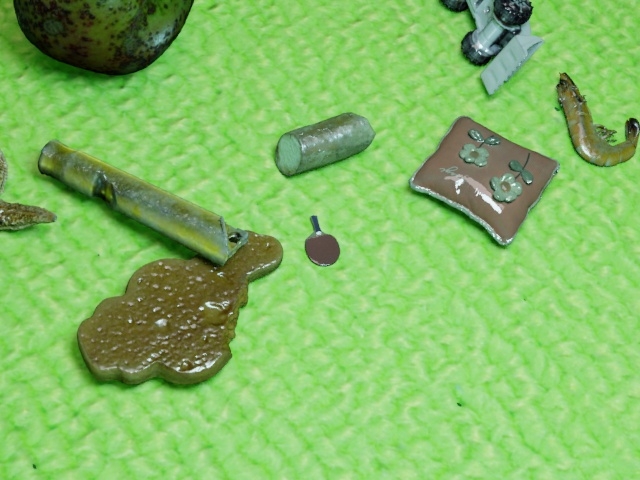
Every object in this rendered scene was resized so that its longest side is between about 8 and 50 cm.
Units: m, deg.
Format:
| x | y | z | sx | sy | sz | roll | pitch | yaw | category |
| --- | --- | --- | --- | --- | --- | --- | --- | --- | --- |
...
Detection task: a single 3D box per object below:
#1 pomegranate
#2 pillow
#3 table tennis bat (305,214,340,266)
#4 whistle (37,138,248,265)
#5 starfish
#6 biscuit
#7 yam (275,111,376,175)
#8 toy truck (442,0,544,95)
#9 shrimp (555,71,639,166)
| x | y | z | sx | sy | sz | roll | pitch | yaw | category |
| --- | --- | --- | --- | --- | --- | --- | --- | --- | --- |
| -0.360 | -0.391 | 1.750 | 0.341 | 0.285 | 0.285 | 18 | 52 | 43 | pomegranate |
| 0.246 | -0.100 | 1.731 | 0.179 | 0.075 | 0.171 | 31 | 62 | 13 | pillow |
| 0.000 | 0.000 | 1.682 | 0.050 | 0.007 | 0.083 | -10 | 63 | -12 | table tennis bat |
| -0.250 | -0.057 | 1.632 | 0.327 | 0.057 | 0.068 | 25 | 43 | 16 | whistle |
| -0.499 | -0.045 | 1.619 | 0.277 | 0.062 | 0.235 | 23 | 61 | 10 | starfish |
| -0.177 | 0.091 | 1.584 | 0.183 | 0.047 | 0.320 | 36 | 60 | 14 | biscuit |
| 0.006 | -0.146 | 1.735 | 0.147 | 0.069 | 0.069 | -21 | 64 | -18 | yam |
| 0.285 | -0.370 | 1.866 | 0.111 | 0.136 | 0.285 | 3 | 58 | -29 | toy truck |
| 0.442 | -0.198 | 1.837 | 0.124 | 0.034 | 0.178 | -6 | 62 | -14 | shrimp |
